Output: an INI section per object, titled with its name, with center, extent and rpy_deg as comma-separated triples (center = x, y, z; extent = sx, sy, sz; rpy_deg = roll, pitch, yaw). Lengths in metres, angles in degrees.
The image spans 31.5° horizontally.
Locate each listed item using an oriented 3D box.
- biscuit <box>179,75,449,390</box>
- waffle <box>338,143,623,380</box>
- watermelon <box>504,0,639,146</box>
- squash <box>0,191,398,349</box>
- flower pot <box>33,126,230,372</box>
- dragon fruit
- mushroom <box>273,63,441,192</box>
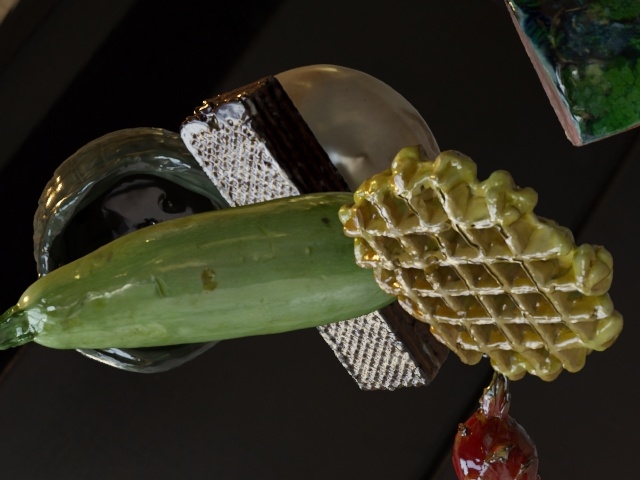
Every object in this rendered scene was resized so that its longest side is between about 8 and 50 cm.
[biscuit]
center = 0.000, 0.000, 1.202
extent = 0.107, 0.388, 0.073
rpy_deg = -13, 31, 44
[waffle]
center = 0.097, 0.019, 0.691
extent = 0.038, 0.191, 0.191
rpy_deg = -56, -11, -31
[watermelon]
center = 0.315, -0.247, 1.203
extent = 0.222, 0.292, 0.319
rpy_deg = -21, -8, 13
[squash]
center = -0.091, 0.030, 0.965
extent = 0.371, 0.118, 0.118
rpy_deg = -9, -28, -12
[flower pot]
center = -0.195, 0.020, 1.355
extent = 0.302, 0.302, 0.213
rpy_deg = -60, 15, 8
[dragon fruit]
center = 0.249, 0.273, 1.591
extent = 0.125, 0.125, 0.246
rpy_deg = -70, -21, -72
[mushroom]
center = 0.017, -0.067, 1.601
extent = 0.295, 0.362, 0.362
rpy_deg = -17, -41, -56
